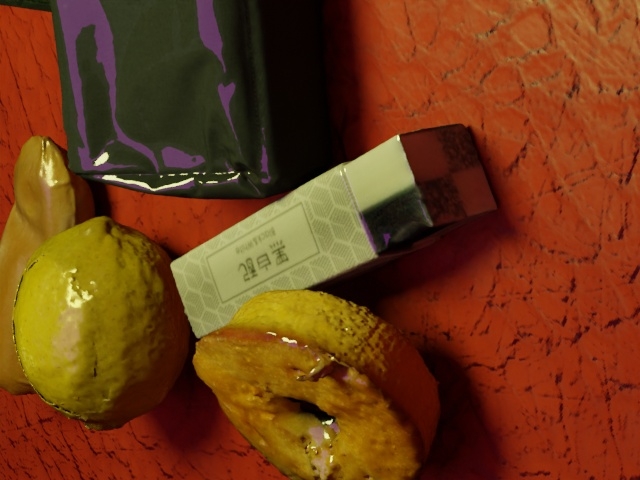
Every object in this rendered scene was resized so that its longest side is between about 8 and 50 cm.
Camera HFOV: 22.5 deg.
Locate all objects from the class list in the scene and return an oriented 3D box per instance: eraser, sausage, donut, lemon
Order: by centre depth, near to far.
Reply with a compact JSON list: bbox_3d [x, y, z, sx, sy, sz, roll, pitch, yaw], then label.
[{"bbox_3d":[-0.002,0.151,1.558,0.253,0.118,0.253,19,141,16],"label":"donut"},{"bbox_3d":[0.000,0.000,1.584,0.404,0.096,0.098,-28,80,51],"label":"eraser"},{"bbox_3d":[-0.247,0.095,1.822,0.204,0.204,0.260,19,115,45],"label":"lemon"},{"bbox_3d":[-0.343,0.027,1.981,0.134,0.116,0.354,53,135,45],"label":"sausage"}]

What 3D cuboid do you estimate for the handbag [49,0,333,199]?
[{"bbox_3d":[-0.128,-0.199,1.608,0.275,0.178,0.301,3,106,33],"label":"handbag"}]

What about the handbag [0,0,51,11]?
[{"bbox_3d":[-0.327,-0.321,1.709,0.247,0.260,0.079,50,135,45],"label":"handbag"}]
